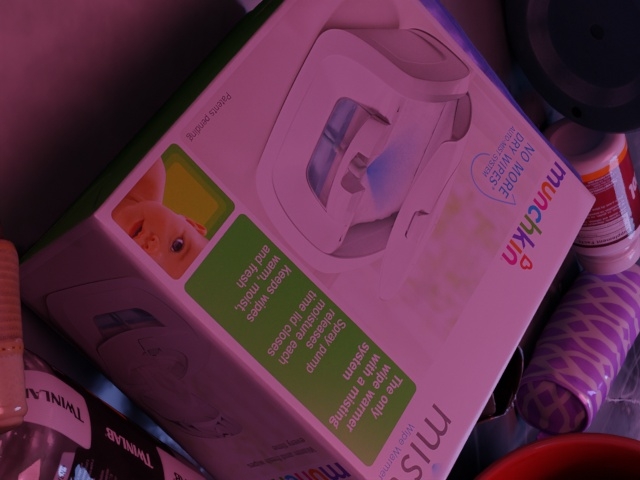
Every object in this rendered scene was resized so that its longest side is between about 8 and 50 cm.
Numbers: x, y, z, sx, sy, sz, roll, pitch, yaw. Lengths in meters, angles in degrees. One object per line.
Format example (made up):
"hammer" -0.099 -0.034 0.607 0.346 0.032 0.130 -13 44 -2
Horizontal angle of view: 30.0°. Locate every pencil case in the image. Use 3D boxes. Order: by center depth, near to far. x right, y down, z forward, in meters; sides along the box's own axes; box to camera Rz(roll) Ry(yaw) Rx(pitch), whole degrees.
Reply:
"pencil case" 0.263 0.102 1.185 0.206 0.086 0.088 -48 155 -38

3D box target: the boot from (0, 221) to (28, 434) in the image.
"boot" -0.241 0.000 0.438 0.248 0.090 0.207 -12 77 -36

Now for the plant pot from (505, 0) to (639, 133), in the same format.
"plant pot" 0.312 -0.230 1.061 0.255 0.271 0.272 -34 123 -31

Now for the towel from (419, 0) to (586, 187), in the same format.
"towel" 0.051 -0.019 0.819 0.243 0.040 0.336 50 51 -14

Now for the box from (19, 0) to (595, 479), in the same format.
"box" 0.000 0.000 0.682 0.231 0.126 0.262 46 53 -13

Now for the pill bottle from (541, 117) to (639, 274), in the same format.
"pill bottle" 0.265 -0.042 1.156 0.086 0.086 0.152 -57 138 -33

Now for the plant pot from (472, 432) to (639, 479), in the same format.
"plant pot" 0.262 0.319 1.076 0.243 0.275 0.275 33 68 -63

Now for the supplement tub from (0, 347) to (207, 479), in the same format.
"supplement tub" -0.141 0.124 0.578 0.190 0.117 0.117 49 56 -47

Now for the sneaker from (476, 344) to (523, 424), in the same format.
"sneaker" 0.053 0.124 0.852 0.222 0.118 0.083 -46 131 -41
